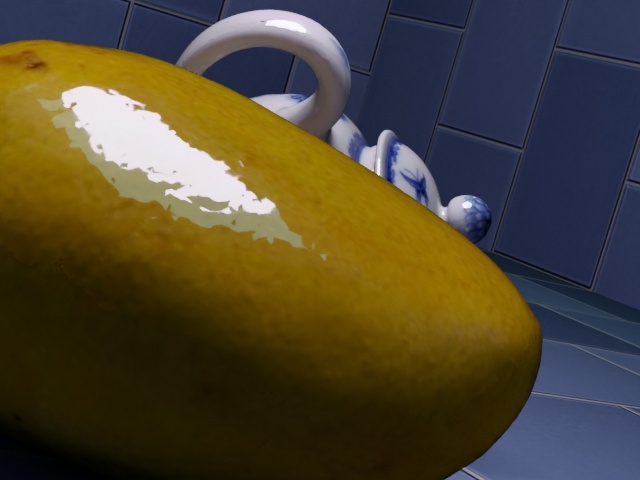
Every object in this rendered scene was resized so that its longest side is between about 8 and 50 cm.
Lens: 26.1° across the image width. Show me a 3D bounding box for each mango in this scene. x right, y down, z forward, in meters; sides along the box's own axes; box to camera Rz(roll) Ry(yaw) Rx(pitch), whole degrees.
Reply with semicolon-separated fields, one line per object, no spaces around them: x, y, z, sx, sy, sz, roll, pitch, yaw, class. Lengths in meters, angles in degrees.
-0.077;0.027;0.872;0.445;0.232;0.300;20;26;-2;mango

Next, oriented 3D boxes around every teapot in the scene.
0.000;0.000;1.124;0.280;0.424;0.252;-9;37;14;teapot
